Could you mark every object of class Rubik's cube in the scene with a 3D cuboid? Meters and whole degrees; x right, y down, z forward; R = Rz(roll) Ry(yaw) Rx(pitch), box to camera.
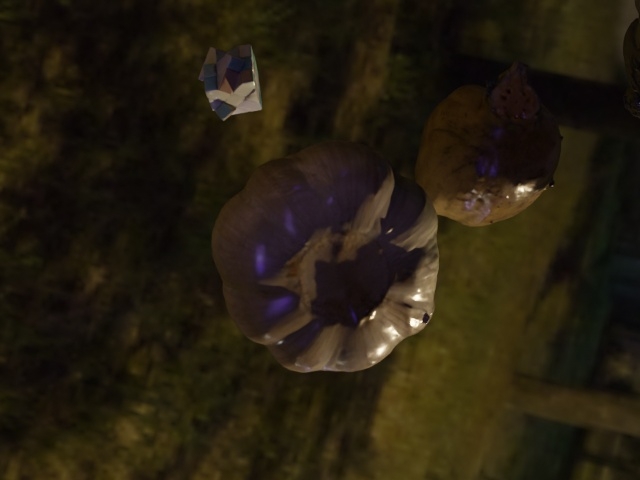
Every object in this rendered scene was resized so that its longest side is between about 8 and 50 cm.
[{"bbox_3d":[-0.113,-0.196,1.836,0.075,0.073,0.084,-94,172,-46],"label":"Rubik's cube"}]

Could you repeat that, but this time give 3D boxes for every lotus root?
[{"bbox_3d":[0.184,-0.089,1.683,0.257,0.154,0.140,109,-12,-65],"label":"lotus root"}]

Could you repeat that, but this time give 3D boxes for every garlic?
[{"bbox_3d":[0.000,0.000,1.384,0.212,0.218,0.219,-121,-144,-64],"label":"garlic"}]

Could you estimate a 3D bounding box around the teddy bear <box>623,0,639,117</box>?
[{"bbox_3d":[0.383,-0.220,1.517,0.144,0.251,0.171,63,26,6],"label":"teddy bear"}]
